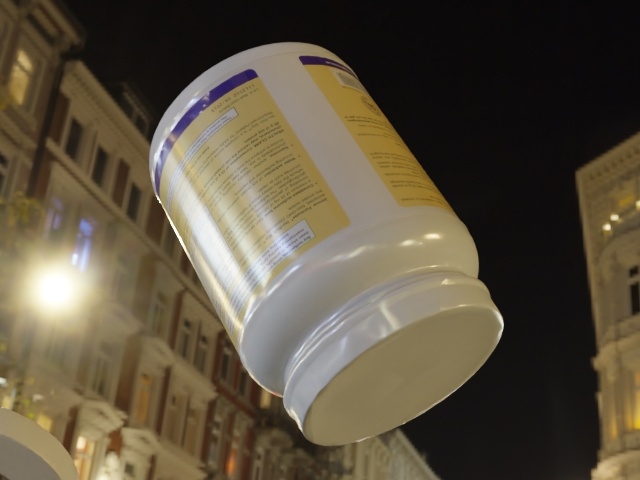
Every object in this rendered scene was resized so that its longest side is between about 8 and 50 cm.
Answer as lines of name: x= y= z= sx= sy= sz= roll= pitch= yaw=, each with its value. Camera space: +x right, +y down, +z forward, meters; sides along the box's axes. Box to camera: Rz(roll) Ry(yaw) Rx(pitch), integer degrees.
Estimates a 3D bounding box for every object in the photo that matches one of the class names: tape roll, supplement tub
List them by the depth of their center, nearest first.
supplement tub: x=0.000 y=0.000 z=0.932 sx=0.241 sy=0.331 sz=0.241 roll=-22 pitch=-31 yaw=-15
tape roll: x=-0.648 y=0.474 z=1.824 sx=0.391 sy=0.072 sz=0.392 roll=1 pitch=-61 yaw=1
